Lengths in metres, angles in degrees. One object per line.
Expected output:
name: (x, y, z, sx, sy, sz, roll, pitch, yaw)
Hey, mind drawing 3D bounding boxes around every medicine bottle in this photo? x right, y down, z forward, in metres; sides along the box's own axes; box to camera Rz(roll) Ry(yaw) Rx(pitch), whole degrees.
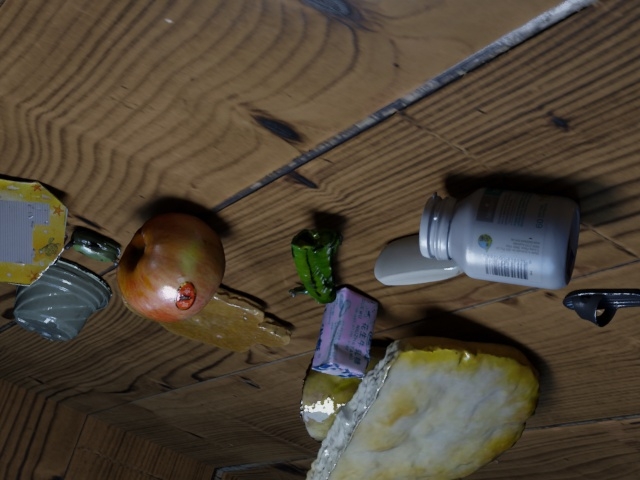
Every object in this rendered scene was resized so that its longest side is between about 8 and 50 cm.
medicine bottle: (0.258, -0.008, 1.612, 0.215, 0.135, 0.135, 8, 154, 20)

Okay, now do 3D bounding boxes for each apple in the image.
apple: (-0.269, 0.047, 1.999, 0.164, 0.209, 0.209, 33, 151, -30)

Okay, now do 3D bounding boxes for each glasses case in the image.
glasses case: (0.169, 0.029, 1.817, 0.051, 0.081, 0.204, 37, 151, -33)

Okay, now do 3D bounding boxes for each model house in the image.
model house: (-0.565, -0.026, 2.159, 0.219, 0.207, 0.136, 2, -171, 11)

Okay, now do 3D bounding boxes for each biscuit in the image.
biscuit: (-0.242, 0.151, 2.379, 0.376, 0.051, 0.269, 17, 153, -2)
biscuit: (0.223, 0.340, 2.199, 0.446, 0.104, 0.429, 1, 130, -22)

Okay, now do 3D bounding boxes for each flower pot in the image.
flower pot: (-0.594, 0.137, 2.477, 0.235, 0.140, 0.235, 15, 158, 6)

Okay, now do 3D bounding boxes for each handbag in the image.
handbag: (-0.451, 0.013, 2.229, 0.111, 0.047, 0.072, 23, 162, -19)

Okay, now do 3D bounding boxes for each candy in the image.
candy: (0.049, 0.178, 2.118, 0.092, 0.160, 0.073, 24, 159, -30)

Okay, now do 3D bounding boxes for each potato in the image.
potato: (0.120, 0.316, 2.328, 0.266, 0.229, 0.229, -4, 150, 22)

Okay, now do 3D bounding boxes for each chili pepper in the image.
chili pepper: (-0.012, 0.062, 1.992, 0.085, 0.076, 0.359, -12, 161, -6)

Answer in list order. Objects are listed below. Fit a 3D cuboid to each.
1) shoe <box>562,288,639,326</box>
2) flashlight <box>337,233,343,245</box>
shoe: (0.468, 0.114, 1.837, 0.159, 0.053, 0.062, -10, 148, 41)
flashlight: (0.000, 0.000, 1.939, 0.083, 0.018, 0.018, -2, 150, 35)
